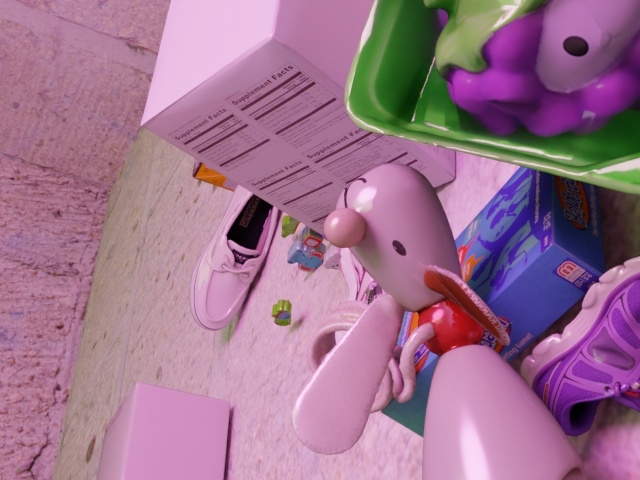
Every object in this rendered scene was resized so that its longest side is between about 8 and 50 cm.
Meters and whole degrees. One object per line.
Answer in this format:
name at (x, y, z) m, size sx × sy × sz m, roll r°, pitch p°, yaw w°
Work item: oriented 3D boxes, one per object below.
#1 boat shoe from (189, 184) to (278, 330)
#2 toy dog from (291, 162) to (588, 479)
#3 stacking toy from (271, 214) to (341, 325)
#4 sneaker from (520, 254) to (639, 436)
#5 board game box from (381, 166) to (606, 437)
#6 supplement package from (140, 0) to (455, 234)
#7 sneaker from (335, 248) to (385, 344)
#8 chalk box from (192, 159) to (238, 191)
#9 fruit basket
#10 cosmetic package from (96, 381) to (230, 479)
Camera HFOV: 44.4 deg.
boat shoe at (-0.130, 0.021, 1.254) m, size 0.267 × 0.096 × 0.088 m, roll -65°, pitch 17°, yaw -5°
toy dog at (0.068, 0.117, 0.473) m, size 0.333 × 0.161 × 0.220 m, roll 48°, pitch 127°, yaw 31°
stacking toy at (0.000, 0.000, 1.022) m, size 0.221 × 0.052 × 0.167 m, roll -47°, pitch 31°, yaw 49°
sneaker at (0.201, 0.067, 0.502) m, size 0.170 × 0.068 × 0.071 m, roll -63°, pitch 38°, yaw 42°
board game box at (0.133, 0.036, 0.619) m, size 0.210 × 0.047 × 0.160 m, roll -54°, pitch 8°, yaw 36°
supplement package at (-0.012, -0.171, 0.836) m, size 0.198 × 0.263 × 0.199 m, roll -23°, pitch 50°, yaw 39°
sneaker at (0.068, 0.047, 0.819) m, size 0.077 × 0.072 × 0.178 m, roll -13°, pitch 68°, yaw 51°
chalk box at (-0.133, -0.203, 1.378) m, size 0.132 × 0.132 × 0.213 m, roll -50°, pitch 30°, yaw 44°
fruit basket at (0.124, -0.227, 0.432) m, size 0.283 × 0.392 × 0.392 m, roll 22°, pitch 93°, yaw 44°
cosmetic package at (-0.241, 0.414, 1.113) m, size 0.197 × 0.155 × 0.365 m, roll -51°, pitch 31°, yaw 45°
